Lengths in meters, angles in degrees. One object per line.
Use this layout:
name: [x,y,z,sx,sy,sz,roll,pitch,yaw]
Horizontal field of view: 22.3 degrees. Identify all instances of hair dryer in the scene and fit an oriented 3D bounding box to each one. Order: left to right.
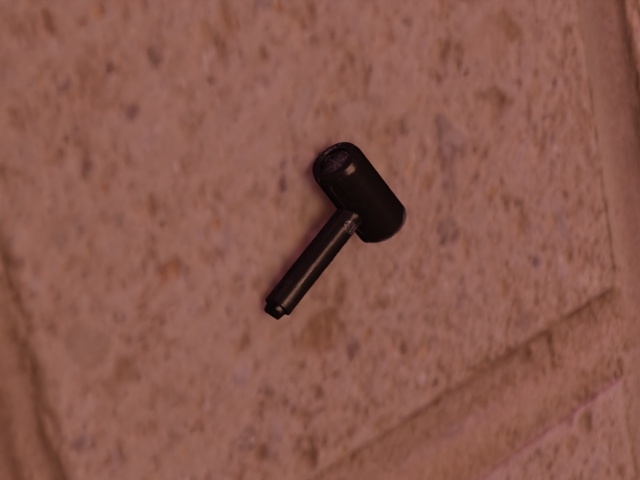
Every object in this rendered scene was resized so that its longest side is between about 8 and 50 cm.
hair dryer: [0.000,0.000,0.737,0.083,0.026,0.047,-51,126,-15]
